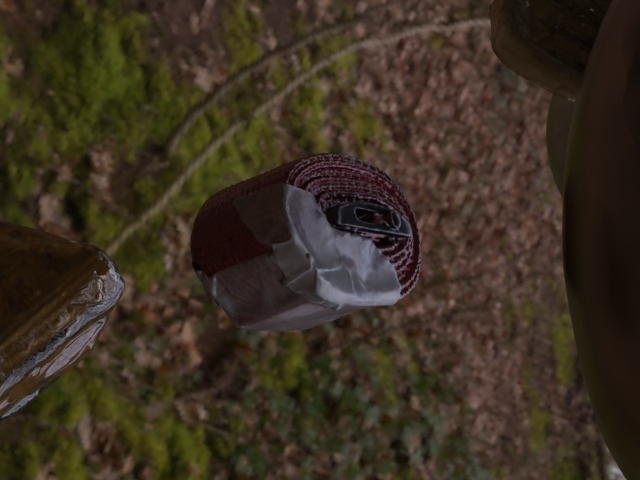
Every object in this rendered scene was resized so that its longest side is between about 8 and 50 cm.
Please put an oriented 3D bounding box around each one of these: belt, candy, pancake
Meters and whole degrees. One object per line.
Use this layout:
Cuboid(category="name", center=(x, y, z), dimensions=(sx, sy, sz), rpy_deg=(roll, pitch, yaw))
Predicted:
Cuboid(category="belt", center=(0.000, 0.000, 1.032), dimensions=(0.124, 0.201, 0.128), rpy_deg=(-20, -103, 33))
Cuboid(category="candy", center=(-0.223, 0.022, 0.744), dimensions=(0.143, 0.101, 0.271), rpy_deg=(-42, -146, -14))
Cuboid(category="pancake", center=(0.162, -0.108, 0.677), dimensions=(0.152, 0.151, 0.025), rpy_deg=(-78, 179, -48))

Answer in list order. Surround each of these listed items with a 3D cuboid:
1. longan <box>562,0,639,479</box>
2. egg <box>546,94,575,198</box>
Cuboid(category="longan", center=(0.224, -0.028, 0.456), dimensions=(0.350, 0.288, 0.288), rpy_deg=(-50, -178, -24))
Cuboid(category="egg", center=(0.364, -0.067, 1.043), dimensions=(0.389, 0.276, 0.276), rpy_deg=(18, -96, 37))
